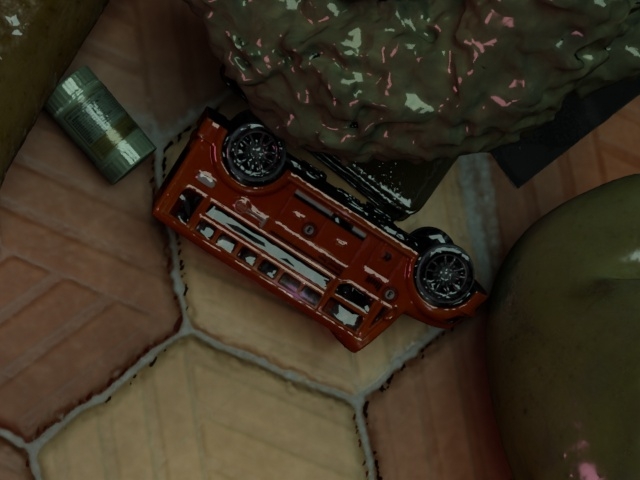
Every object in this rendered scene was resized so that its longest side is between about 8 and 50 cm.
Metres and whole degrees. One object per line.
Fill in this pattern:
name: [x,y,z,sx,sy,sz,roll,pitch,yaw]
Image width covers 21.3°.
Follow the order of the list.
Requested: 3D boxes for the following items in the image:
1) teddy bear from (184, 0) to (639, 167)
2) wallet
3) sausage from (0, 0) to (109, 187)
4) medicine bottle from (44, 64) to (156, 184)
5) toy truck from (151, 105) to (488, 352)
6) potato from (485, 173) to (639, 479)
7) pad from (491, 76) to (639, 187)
teddy bear: [0.098,-0.177,1.250,0.367,0.357,0.224,-31,127,-59]
wallet: [0.022,-0.113,1.367,0.198,0.031,0.110,39,71,-6]
sausage: [-0.221,-0.182,1.250,0.123,0.136,0.500,38,68,-27]
medicine bottle: [-0.168,-0.087,1.293,0.047,0.047,0.083,-42,93,-20]
toy truck: [0.000,0.000,1.294,0.253,0.107,0.114,34,95,-9]
potato: [0.255,0.118,1.295,0.243,0.221,0.326,-1,69,-28]
pad: [0.200,-0.142,1.444,0.193,0.004,0.116,-37,92,-21]
